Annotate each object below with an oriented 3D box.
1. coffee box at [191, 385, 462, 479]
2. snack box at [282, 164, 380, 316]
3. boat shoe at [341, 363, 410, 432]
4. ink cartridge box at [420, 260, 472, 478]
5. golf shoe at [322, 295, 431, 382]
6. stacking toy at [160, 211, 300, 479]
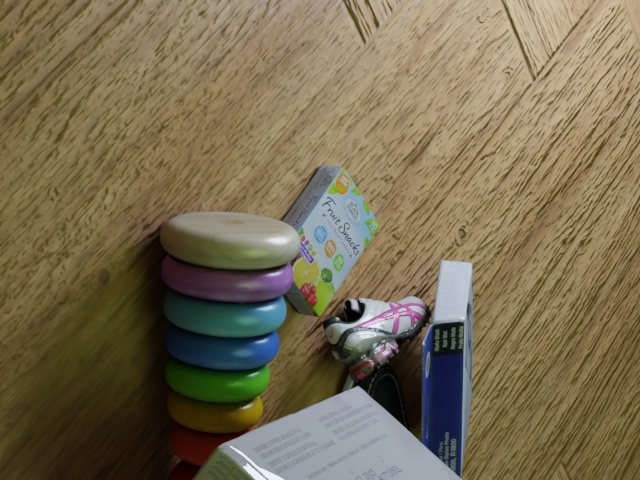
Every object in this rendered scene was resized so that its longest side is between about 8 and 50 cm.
[{"bbox_3d":[0.004,0.385,1.259,0.334,0.338,0.338,-53,164,16],"label":"coffee box"},{"bbox_3d":[0.000,0.000,1.563,0.141,0.037,0.100,-56,133,-27],"label":"snack box"},{"bbox_3d":[0.084,0.289,1.660,0.114,0.091,0.302,-18,109,-45],"label":"boat shoe"},{"bbox_3d":[0.152,0.167,1.652,0.224,0.045,0.223,-67,157,-63],"label":"ink cartridge box"},{"bbox_3d":[0.069,0.093,1.632,0.086,0.067,0.186,53,31,3],"label":"golf shoe"},{"bbox_3d":[-0.100,0.143,1.416,0.141,0.141,0.330,-9,108,-47],"label":"stacking toy"}]
